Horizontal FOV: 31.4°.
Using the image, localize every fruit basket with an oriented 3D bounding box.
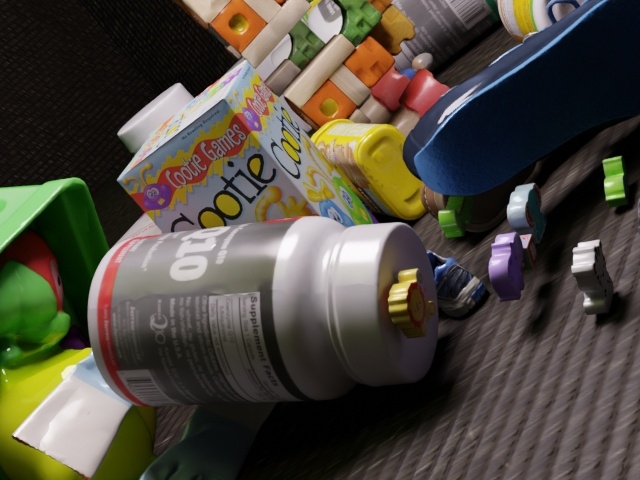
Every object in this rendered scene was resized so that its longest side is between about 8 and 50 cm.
[{"bbox_3d":[-0.282,0.149,1.248,0.392,0.392,0.283,-22,24,49],"label":"fruit basket"}]

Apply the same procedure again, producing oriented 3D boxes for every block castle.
[{"bbox_3d":[-0.017,-0.304,1.566,0.213,0.453,0.303,-48,14,2],"label":"block castle"}]

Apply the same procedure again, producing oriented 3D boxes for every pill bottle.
[{"bbox_3d":[-0.050,0.063,1.015,0.283,0.161,0.161,-6,30,26],"label":"pill bottle"},{"bbox_3d":[-0.150,-0.078,1.571,0.152,0.272,0.152,-37,15,12],"label":"pill bottle"},{"bbox_3d":[0.294,-0.293,1.383,0.136,0.136,0.246,-39,15,5],"label":"pill bottle"},{"bbox_3d":[0.109,-0.344,1.841,0.361,0.204,0.204,-36,16,13],"label":"pill bottle"}]

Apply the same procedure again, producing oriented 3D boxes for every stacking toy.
[{"bbox_3d":[0.162,-0.004,0.947,0.166,0.052,0.221,-10,28,27],"label":"stacking toy"}]

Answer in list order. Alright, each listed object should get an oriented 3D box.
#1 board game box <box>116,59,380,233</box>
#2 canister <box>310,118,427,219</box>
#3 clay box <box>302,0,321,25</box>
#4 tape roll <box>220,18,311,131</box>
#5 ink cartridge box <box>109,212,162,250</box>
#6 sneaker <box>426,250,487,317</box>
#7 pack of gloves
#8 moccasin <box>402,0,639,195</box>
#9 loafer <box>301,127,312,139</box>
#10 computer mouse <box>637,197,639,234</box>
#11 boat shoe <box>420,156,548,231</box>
[{"bbox_3d":[-0.052,-0.022,1.174,0.142,0.275,0.144,-35,16,19],"label":"board game box"},{"bbox_3d":[0.063,-0.086,1.374,0.073,0.126,0.170,-43,17,-10],"label":"canister"},{"bbox_3d":[0.033,-0.389,2.114,0.053,0.222,0.127,-34,16,22],"label":"clay box"},{"bbox_3d":[-0.063,-0.314,2.236,0.246,0.169,0.246,-36,16,12],"label":"tape roll"},{"bbox_3d":[-0.209,-0.014,1.824,0.207,0.119,0.353,-26,20,42],"label":"ink cartridge box"},{"bbox_3d":[0.102,0.034,1.065,0.052,0.058,0.135,-46,15,-20],"label":"sneaker"},{"bbox_3d":[-0.158,0.170,1.109,0.232,0.195,0.046,-59,-5,-51],"label":"pack of gloves"},{"bbox_3d":[0.220,-0.161,1.055,0.342,0.138,0.117,-24,17,-12],"label":"moccasin"},{"bbox_3d":[-0.069,-0.153,2.016,0.056,0.050,0.148,-24,22,46],"label":"loafer"},{"bbox_3d":[0.315,-0.079,0.931,0.242,0.041,0.071,-57,13,-30],"label":"computer mouse"},{"bbox_3d":[0.218,-0.140,1.178,0.307,0.111,0.104,-41,16,-5],"label":"boat shoe"}]
